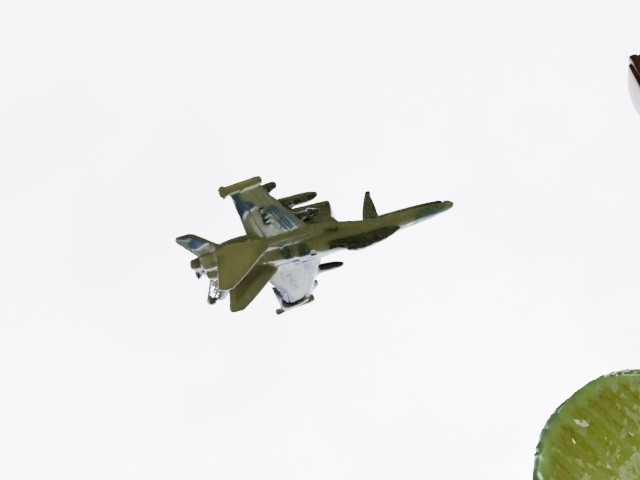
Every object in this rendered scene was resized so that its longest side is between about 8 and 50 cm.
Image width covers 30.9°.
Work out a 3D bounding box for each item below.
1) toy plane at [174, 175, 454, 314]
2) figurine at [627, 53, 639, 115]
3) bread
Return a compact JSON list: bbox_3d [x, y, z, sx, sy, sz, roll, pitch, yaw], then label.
[{"bbox_3d":[-0.002,-0.008,1.128,0.262,0.192,0.088,-21,-134,0],"label":"toy plane"},{"bbox_3d":[0.432,-0.183,1.328,0.154,0.098,0.082,-21,-112,-1],"label":"figurine"},{"bbox_3d":[0.318,0.246,1.025,0.301,0.301,0.045,33,-146,33],"label":"bread"}]
